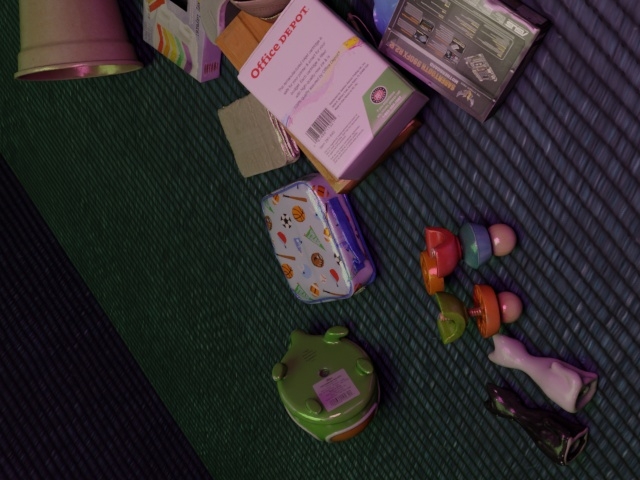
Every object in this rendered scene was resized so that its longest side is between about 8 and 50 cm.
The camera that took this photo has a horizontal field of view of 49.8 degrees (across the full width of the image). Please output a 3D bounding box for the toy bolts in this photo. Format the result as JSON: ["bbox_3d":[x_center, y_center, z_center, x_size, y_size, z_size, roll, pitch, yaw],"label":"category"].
[{"bbox_3d":[0.287,0.049,1.313,0.218,0.158,0.229,-100,-1,-53],"label":"toy bolts"}]

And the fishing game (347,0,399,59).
[{"bbox_3d":[0.175,-0.389,1.198,0.264,0.041,0.189,-28,98,47],"label":"fishing game"}]

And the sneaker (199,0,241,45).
[{"bbox_3d":[-0.159,-0.523,1.385,0.105,0.147,0.296,55,159,11],"label":"sneaker"}]

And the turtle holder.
[{"bbox_3d":[0.000,0.364,1.717,0.320,0.243,0.227,17,143,31],"label":"turtle holder"}]

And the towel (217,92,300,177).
[{"bbox_3d":[-0.147,-0.253,1.626,0.282,0.049,0.187,-4,109,59],"label":"towel"}]

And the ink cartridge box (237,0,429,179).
[{"bbox_3d":[0.020,-0.275,1.238,0.278,0.117,0.201,46,109,14],"label":"ink cartridge box"}]

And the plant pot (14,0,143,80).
[{"bbox_3d":[-0.662,-0.598,1.829,0.333,0.333,0.306,4,105,48],"label":"plant pot"}]

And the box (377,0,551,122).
[{"bbox_3d":[0.227,-0.332,1.125,0.231,0.056,0.183,38,135,14],"label":"box"}]

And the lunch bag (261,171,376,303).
[{"bbox_3d":[0.000,0.000,1.587,0.243,0.115,0.303,-17,99,50],"label":"lunch bag"}]

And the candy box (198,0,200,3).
[{"bbox_3d":[-0.180,-0.575,1.430,0.027,0.105,0.206,50,142,7],"label":"candy box"}]

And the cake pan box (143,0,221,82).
[{"bbox_3d":[-0.327,-0.551,1.647,0.245,0.070,0.267,39,137,23],"label":"cake pan box"}]

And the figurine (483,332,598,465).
[{"bbox_3d":[0.408,0.293,1.332,0.209,0.092,0.215,27,130,42],"label":"figurine"}]

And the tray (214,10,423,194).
[{"bbox_3d":[-0.011,-0.311,1.352,0.203,0.076,0.411,-42,78,19],"label":"tray"}]

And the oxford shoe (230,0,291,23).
[{"bbox_3d":[-0.017,-0.504,1.209,0.348,0.130,0.123,-34,81,30],"label":"oxford shoe"}]
